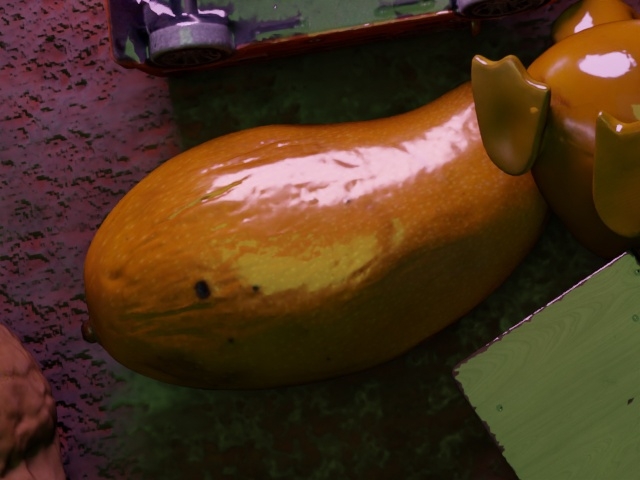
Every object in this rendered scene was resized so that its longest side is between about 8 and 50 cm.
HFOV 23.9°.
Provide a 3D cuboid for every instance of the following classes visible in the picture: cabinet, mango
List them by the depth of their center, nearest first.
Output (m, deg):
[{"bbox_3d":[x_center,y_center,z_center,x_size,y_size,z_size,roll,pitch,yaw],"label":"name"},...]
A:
[{"bbox_3d":[0.203,0.142,0.997,0.148,0.175,0.215,-34,80,4],"label":"cabinet"},{"bbox_3d":[0.003,0.003,1.065,0.359,0.144,0.187,-13,79,4],"label":"mango"}]

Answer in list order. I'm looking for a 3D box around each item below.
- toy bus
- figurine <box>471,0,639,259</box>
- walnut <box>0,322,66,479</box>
[{"bbox_3d":[0.015,-0.204,1.083,0.329,0.153,0.143,-9,83,10],"label":"toy bus"},{"bbox_3d":[0.230,-0.092,0.994,0.215,0.215,0.228,41,76,12],"label":"figurine"},{"bbox_3d":[-0.291,0.150,1.060,0.228,0.228,0.228,-1,83,10],"label":"walnut"}]
